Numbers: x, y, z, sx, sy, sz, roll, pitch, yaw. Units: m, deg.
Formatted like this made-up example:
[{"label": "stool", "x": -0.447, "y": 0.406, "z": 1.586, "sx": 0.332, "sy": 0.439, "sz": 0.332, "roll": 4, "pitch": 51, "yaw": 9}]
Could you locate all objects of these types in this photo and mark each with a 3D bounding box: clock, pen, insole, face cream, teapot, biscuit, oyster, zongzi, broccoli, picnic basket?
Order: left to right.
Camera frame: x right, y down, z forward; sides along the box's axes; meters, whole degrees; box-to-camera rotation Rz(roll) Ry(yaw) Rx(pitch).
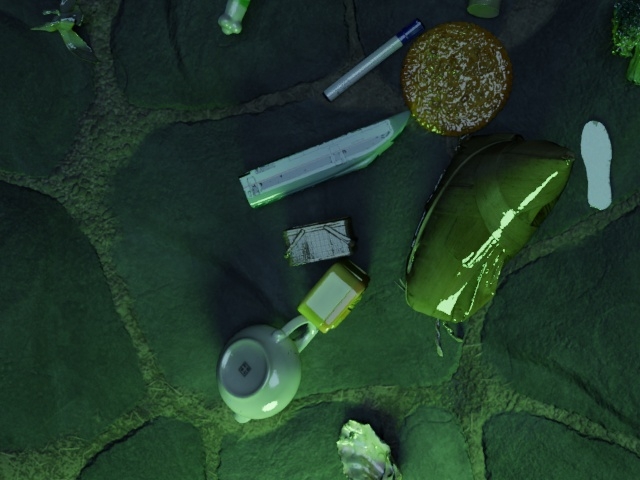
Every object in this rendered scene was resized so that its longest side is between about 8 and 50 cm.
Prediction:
[{"label": "teapot", "x": -0.121, "y": 0.285, "z": 1.879, "sx": 0.300, "sy": 0.166, "sz": 0.208, "roll": -43, "pitch": 48, "yaw": 1}, {"label": "picnic basket", "x": 0.000, "y": 0.000, "z": 1.854, "sx": 0.164, "sy": 0.115, "sz": 0.079, "roll": -10, "pitch": 95, "yaw": 8}, {"label": "clock", "x": 0.033, "y": 0.117, "z": 1.815, "sx": 0.096, "sy": 0.202, "sz": 0.143, "roll": 39, "pitch": 98, "yaw": 3}, {"label": "pen", "x": 0.117, "y": -0.401, "z": 1.854, "sx": 0.269, "sy": 0.033, "sz": 0.033, "roll": -37, "pitch": 89, "yaw": 8}, {"label": "oyster", "x": 0.122, "y": 0.507, "z": 1.907, "sx": 0.209, "sy": 0.072, "sz": 0.133, "roll": 42, "pitch": 104, "yaw": 22}, {"label": "biscuit", "x": 0.300, "y": -0.358, "z": 1.835, "sx": 0.254, "sy": 0.035, "sz": 0.254, "roll": 0, "pitch": 94, "yaw": 6}, {"label": "zongzi", "x": 0.304, "y": 0.021, "z": 1.646, "sx": 0.218, "sy": 0.467, "sz": 0.500, "roll": 24, "pitch": 97, "yaw": -1}, {"label": "face cream", "x": 0.376, "y": -0.602, "z": 1.804, "sx": 0.114, "sy": 0.070, "sz": 0.224, "roll": 11, "pitch": 83, "yaw": 5}, {"label": "insole", "x": 0.611, "y": -0.165, "z": 1.829, "sx": 0.065, "sy": 0.004, "sz": 0.197, "roll": -6, "pitch": 93, "yaw": 7}, {"label": "broccoli", "x": 0.690, "y": -0.417, "z": 1.736, "sx": 0.220, "sy": 0.194, "sz": 0.194, "roll": -12, "pitch": 94, "yaw": -31}]

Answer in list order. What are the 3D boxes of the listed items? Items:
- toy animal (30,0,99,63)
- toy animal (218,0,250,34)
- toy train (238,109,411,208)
[{"label": "toy animal", "x": -0.602, "y": -0.507, "z": 1.896, "sx": 0.155, "sy": 0.095, "sz": 0.219, "roll": -7, "pitch": 92, "yaw": 3}, {"label": "toy animal", "x": -0.136, "y": -0.642, "z": 1.808, "sx": 0.181, "sy": 0.180, "sz": 0.363, "roll": 41, "pitch": 120, "yaw": 9}, {"label": "toy train", "x": 0.023, "y": -0.180, "z": 1.852, "sx": 0.407, "sy": 0.086, "sz": 0.088, "roll": -21, "pitch": 91, "yaw": 7}]
